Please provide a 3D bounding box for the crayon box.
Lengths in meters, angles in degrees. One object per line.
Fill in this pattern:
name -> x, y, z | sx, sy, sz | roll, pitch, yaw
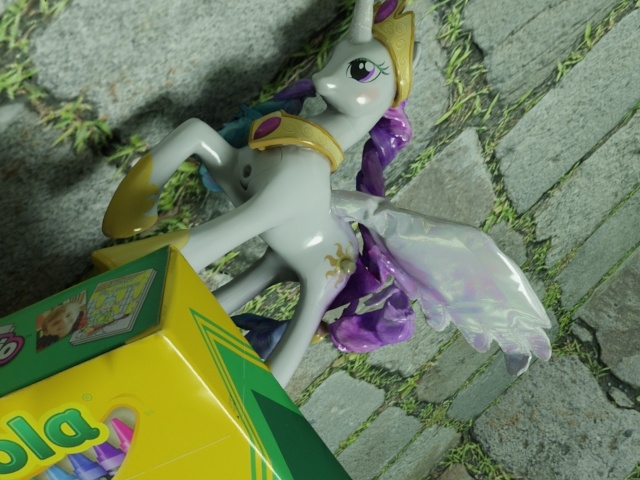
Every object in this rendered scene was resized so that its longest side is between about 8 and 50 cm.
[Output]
crayon box -> -0.185, 0.203, 0.850 | 0.363, 0.106, 0.313 | -24, 125, 15

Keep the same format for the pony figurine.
pony figurine -> 0.000, 0.000, 0.971 | 0.363, 0.303, 0.351 | -43, 130, -23
